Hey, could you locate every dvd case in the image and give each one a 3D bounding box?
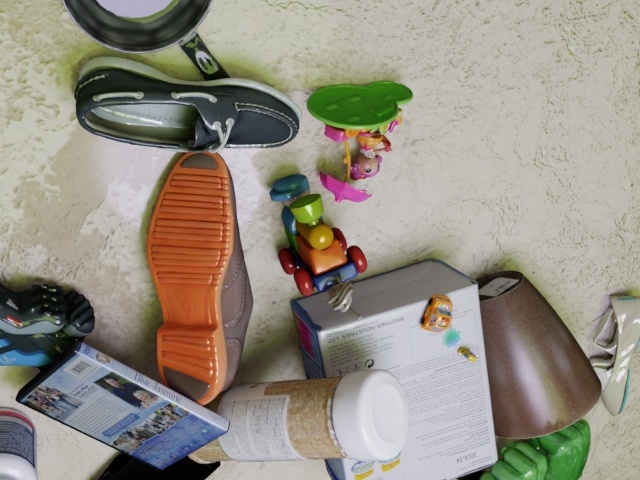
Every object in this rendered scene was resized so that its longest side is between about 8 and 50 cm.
[{"bbox_3d":[-0.280,0.241,1.138,0.253,0.022,0.180,35,130,-25],"label":"dvd case"}]

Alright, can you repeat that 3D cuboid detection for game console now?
[{"bbox_3d":[-0.216,0.464,1.353,0.213,0.044,0.361,-42,120,1],"label":"game console"}]

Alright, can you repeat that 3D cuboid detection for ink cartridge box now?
[{"bbox_3d":[0.127,0.260,1.310,0.270,0.151,0.395,-15,109,-13],"label":"ink cartridge box"}]

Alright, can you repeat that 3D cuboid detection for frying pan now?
[{"bbox_3d":[-0.178,-0.309,1.031,0.326,0.053,0.197,24,109,-37],"label":"frying pan"}]

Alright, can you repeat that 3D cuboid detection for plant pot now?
[{"bbox_3d":[0.332,0.175,1.356,0.215,0.215,0.230,-26,104,-8],"label":"plant pot"}]

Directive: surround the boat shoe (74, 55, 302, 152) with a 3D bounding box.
[{"bbox_3d":[-0.168,-0.157,1.058,0.302,0.091,0.114,5,138,-15],"label":"boat shoe"}]

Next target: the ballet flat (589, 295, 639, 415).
[{"bbox_3d":[0.551,0.216,1.518,0.086,0.086,0.248,0,110,-20],"label":"ballet flat"}]

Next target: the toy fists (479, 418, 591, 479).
[{"bbox_3d":[0.406,0.423,1.509,0.279,0.096,0.142,-21,132,-30],"label":"toy fists"}]

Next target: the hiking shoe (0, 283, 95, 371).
[{"bbox_3d":[-0.464,0.110,1.072,0.304,0.113,0.132,21,110,-22],"label":"hiking shoe"}]

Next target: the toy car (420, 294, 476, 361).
[{"bbox_3d":[0.204,0.133,1.196,0.122,0.040,0.060,35,93,-23],"label":"toy car"}]

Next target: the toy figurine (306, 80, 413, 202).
[{"bbox_3d":[0.057,-0.135,1.178,0.173,0.130,0.159,-27,136,-35],"label":"toy figurine"}]

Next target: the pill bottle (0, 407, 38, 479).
[{"bbox_3d":[-0.453,0.328,1.128,0.108,0.180,0.108,-7,114,-17],"label":"pill bottle"}]

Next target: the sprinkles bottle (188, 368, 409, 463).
[{"bbox_3d":[-0.049,0.261,1.166,0.355,0.121,0.121,-13,127,36],"label":"sprinkles bottle"}]

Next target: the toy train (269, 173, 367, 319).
[{"bbox_3d":[0.000,0.000,1.120,0.105,0.248,0.143,-23,113,-10],"label":"toy train"}]

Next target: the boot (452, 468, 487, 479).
[{"bbox_3d":[0.182,0.523,1.484,0.283,0.109,0.220,6,111,-25],"label":"boot"}]

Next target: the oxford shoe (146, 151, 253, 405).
[{"bbox_3d":[-0.165,0.048,1.169,0.130,0.133,0.363,9,100,22],"label":"oxford shoe"}]
